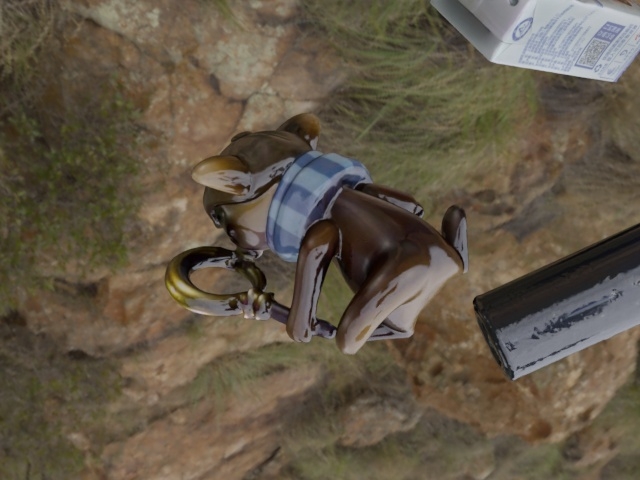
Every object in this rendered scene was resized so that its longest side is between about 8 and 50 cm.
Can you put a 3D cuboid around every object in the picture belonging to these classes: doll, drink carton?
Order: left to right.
[{"bbox_3d":[0.000,0.003,0.969,0.318,0.339,0.209,-48,166,-34],"label":"doll"},{"bbox_3d":[0.297,-0.293,0.994,0.315,0.130,0.106,-4,137,-42],"label":"drink carton"}]

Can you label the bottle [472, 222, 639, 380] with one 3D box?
[{"bbox_3d":[0.241,0.026,0.597,0.244,0.072,0.082,-24,137,2],"label":"bottle"}]
